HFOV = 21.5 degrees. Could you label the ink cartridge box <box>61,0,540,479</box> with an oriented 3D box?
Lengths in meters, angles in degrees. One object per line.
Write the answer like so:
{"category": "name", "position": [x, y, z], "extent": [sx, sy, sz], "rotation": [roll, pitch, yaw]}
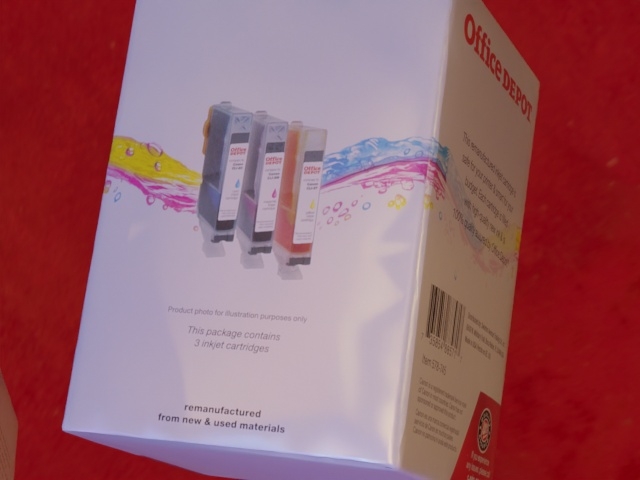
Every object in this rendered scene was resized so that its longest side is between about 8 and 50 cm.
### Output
{"category": "ink cartridge box", "position": [0.000, 0.000, 0.627], "extent": [0.127, 0.128, 0.176], "rotation": [4, 77, 22]}

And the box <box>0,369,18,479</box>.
{"category": "box", "position": [-0.202, 0.114, 0.699], "extent": [0.130, 0.091, 0.170], "rotation": [-8, 41, 0]}
